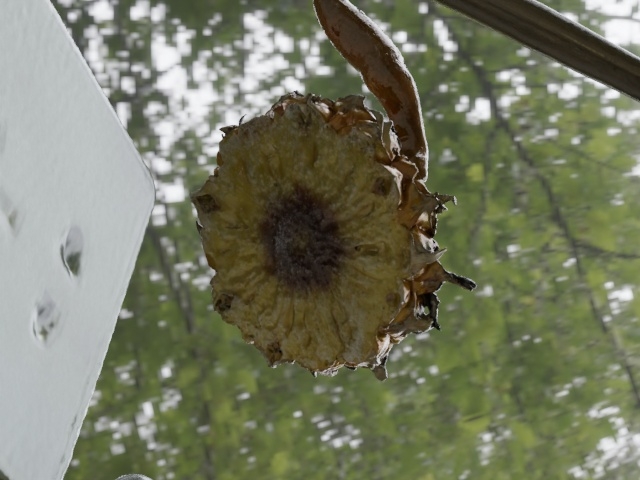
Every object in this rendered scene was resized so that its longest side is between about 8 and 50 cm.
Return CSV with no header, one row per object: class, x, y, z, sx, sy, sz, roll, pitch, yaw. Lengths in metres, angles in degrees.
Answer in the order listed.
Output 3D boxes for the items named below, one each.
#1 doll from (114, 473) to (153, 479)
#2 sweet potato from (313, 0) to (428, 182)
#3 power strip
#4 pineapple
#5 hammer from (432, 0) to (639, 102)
doll,-0.094,0.268,1.174,0.336,0.105,0.199,18,-76,29
sweet potato,0.041,-0.118,1.168,0.044,0.044,0.179,-44,-115,34
power strip,-0.156,-0.006,0.712,0.064,0.213,0.198,2,-125,23
pineapple,0.000,0.000,1.087,0.221,0.047,0.221,13,-69,36
hammer,0.207,-0.165,1.414,0.440,0.044,0.168,31,-42,25
